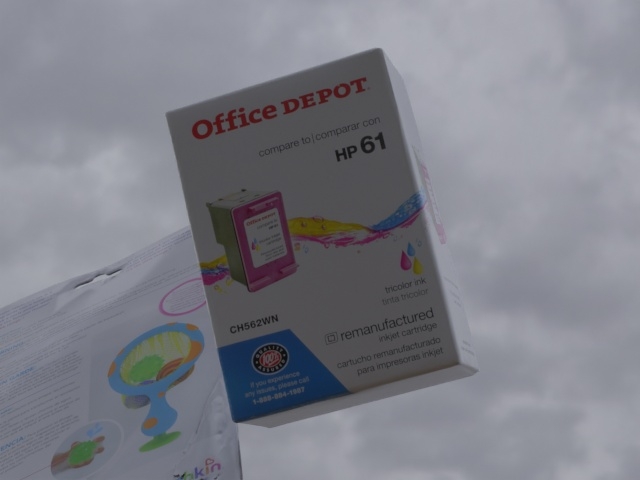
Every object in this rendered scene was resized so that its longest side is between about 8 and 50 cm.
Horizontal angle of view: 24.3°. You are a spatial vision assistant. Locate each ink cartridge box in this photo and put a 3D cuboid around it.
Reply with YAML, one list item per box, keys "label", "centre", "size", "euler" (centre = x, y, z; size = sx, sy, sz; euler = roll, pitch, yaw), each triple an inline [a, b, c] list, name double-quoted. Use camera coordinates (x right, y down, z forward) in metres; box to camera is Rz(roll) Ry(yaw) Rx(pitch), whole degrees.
- label: "ink cartridge box"
  centre: [0.000, 0.000, 0.557]
  size: [0.088, 0.122, 0.052]
  euler: [-16, -13, 11]

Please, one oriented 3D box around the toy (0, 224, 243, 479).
- label: "toy"
  centre: [-0.091, 0.088, 0.643]
  size: [0.136, 0.237, 0.056]
  euler: [-23, -63, 7]
